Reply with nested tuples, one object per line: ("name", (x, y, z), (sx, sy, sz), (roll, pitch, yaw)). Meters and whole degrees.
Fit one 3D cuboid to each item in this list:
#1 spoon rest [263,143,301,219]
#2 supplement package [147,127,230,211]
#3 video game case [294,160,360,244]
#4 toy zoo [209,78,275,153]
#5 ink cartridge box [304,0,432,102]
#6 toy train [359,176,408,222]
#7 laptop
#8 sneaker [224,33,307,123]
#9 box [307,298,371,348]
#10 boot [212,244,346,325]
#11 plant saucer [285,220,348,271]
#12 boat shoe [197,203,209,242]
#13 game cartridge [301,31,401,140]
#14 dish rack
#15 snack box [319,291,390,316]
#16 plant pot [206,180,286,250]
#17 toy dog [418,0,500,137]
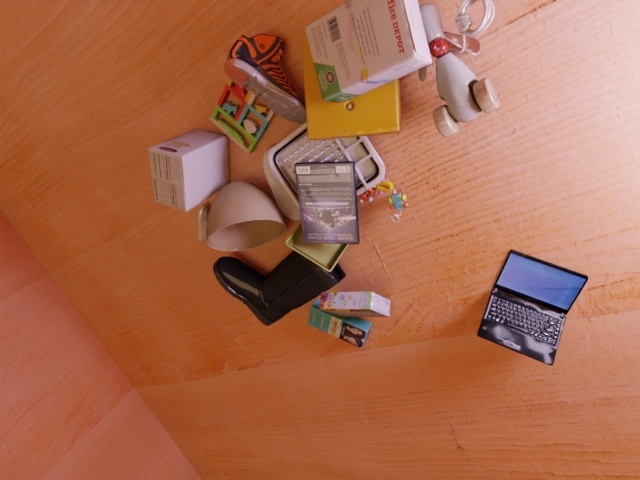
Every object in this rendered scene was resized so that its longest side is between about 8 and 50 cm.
("spoon rest", (-0.134, -0.194, 1.579), (0.137, 0.084, 0.277), (0, 116, 47))
("supplement package", (-0.457, -0.259, 1.606), (0.145, 0.262, 0.204), (17, 124, 18))
("video game case", (0.024, -0.119, 1.462), (0.195, 0.026, 0.275), (2, 115, 18))
("toy zoo", (-0.245, -0.461, 1.525), (0.192, 0.030, 0.293), (41, 128, 1))
("ink cartridge box", (0.119, -0.499, 1.146), (0.278, 0.117, 0.202), (-13, 93, 36))
("toy train", (0.209, -0.142, 1.464), (0.166, 0.046, 0.125), (38, 129, 7))
("laptop", (0.642, 0.204, 1.373), (0.234, 0.265, 0.137), (21, 162, 17))
("sneaker", (-0.126, -0.509, 1.380), (0.321, 0.180, 0.124), (32, 158, -34))
("box", (0.074, 0.332, 1.795), (0.244, 0.060, 0.101), (21, 125, 16))
("boot", (-0.170, 0.115, 1.742), (0.367, 0.146, 0.445), (44, 131, -12))
("plant saucer", (0.000, 0.000, 1.585), (0.188, 0.188, 0.045), (32, 154, 8))
("boat shoe", (-0.465, -0.065, 1.852), (0.063, 0.066, 0.184), (14, 121, 4))
("game cartridge", (0.087, -0.460, 1.284), (0.285, 0.052, 0.324), (1, 98, 25))
("dish rack", (0.018, -0.251, 1.457), (0.332, 0.072, 0.286), (-30, 102, 26))
("snack box", (0.129, 0.235, 1.644), (0.206, 0.174, 0.070), (-3, 72, 30))
("plant pot", (-0.281, -0.101, 1.632), (0.284, 0.284, 0.191), (-27, 67, 36))
("toy dog", (0.353, -0.442, 1.175), (0.220, 0.161, 0.334), (1, 103, 31))
